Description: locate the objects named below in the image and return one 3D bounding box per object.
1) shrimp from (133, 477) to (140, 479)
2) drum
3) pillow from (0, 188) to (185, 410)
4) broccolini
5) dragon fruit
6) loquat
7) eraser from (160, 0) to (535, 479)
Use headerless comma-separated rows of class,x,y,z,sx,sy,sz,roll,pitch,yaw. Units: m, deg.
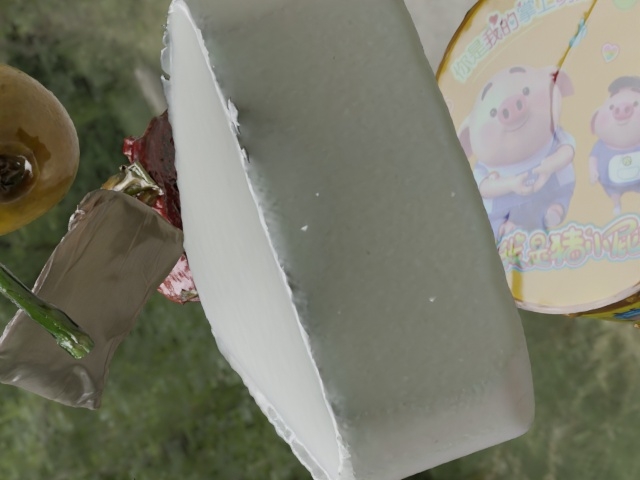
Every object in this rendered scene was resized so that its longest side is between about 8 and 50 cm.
shrimp,-0.280,0.412,2.261,0.099,0.041,0.180,33,-160,-20
drum,0.336,-0.111,1.702,0.214,0.431,0.431,10,-136,-46
pillow,-0.265,0.073,1.778,0.067,0.270,0.173,17,164,44
broccolini,-0.271,0.012,1.278,0.254,0.057,0.071,43,-136,-33
dragon fruit,-0.226,-0.060,2.142,0.205,0.152,0.317,51,-148,-29
loquat,-0.504,-0.142,2.343,0.275,0.275,0.275,157,90,-85
eraser,0.000,0.000,1.046,0.331,0.150,0.331,162,90,-74
